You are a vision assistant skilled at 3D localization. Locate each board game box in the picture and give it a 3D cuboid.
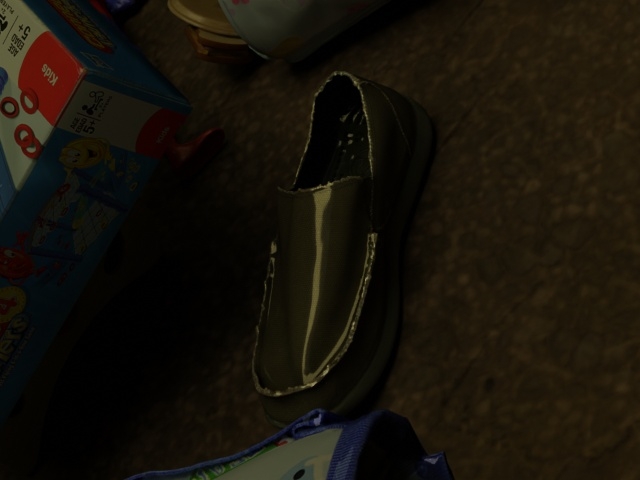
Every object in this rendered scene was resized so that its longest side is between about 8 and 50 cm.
[{"bbox_3d":[-0.259,-0.046,1.196,0.308,0.086,0.302,45,109,40],"label":"board game box"}]

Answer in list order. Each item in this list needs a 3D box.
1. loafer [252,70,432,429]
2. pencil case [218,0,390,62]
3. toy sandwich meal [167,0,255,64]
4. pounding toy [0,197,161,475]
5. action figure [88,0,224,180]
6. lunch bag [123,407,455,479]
[{"bbox_3d":[0.000,0.000,1.174,0.094,0.087,0.251,-9,55,34],"label":"loafer"},{"bbox_3d":[0.053,-0.224,1.280,0.273,0.124,0.113,-22,18,23],"label":"pencil case"},{"bbox_3d":[-0.076,-0.159,1.375,0.085,0.085,0.029,47,129,47],"label":"toy sandwich meal"},{"bbox_3d":[-0.224,0.015,1.316,0.155,0.154,0.269,16,90,44],"label":"pounding toy"},{"bbox_3d":[-0.139,-0.175,1.417,0.139,0.091,0.280,-50,43,7],"label":"action figure"},{"bbox_3d":[-0.068,0.299,0.906,0.328,0.239,0.385,-23,56,25],"label":"lunch bag"}]
